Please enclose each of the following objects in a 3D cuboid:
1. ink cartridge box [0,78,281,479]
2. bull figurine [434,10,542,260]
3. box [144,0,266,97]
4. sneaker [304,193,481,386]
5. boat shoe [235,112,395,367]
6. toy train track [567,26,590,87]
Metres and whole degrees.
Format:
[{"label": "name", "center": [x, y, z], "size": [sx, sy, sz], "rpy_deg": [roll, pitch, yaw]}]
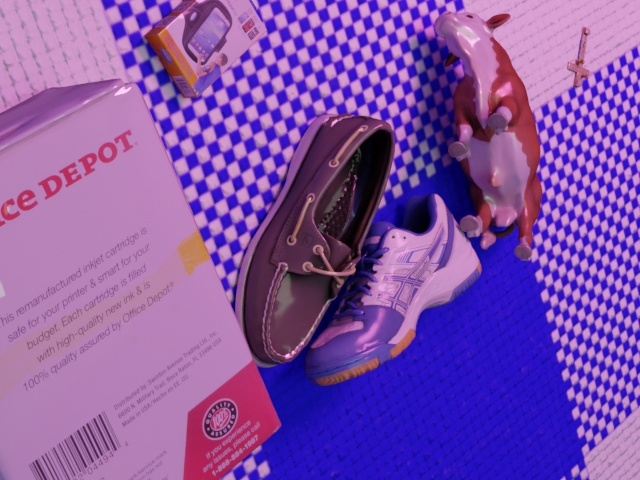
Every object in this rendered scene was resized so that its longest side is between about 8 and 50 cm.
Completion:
[{"label": "ink cartridge box", "center": [-0.239, 0.080, 1.191], "size": [0.279, 0.160, 0.385], "rpy_deg": [-35, 116, -34]}, {"label": "bull figurine", "center": [0.208, -0.126, 1.580], "size": [0.188, 0.101, 0.310], "rpy_deg": [-67, 143, -54]}, {"label": "box", "center": [-0.114, -0.222, 1.366], "size": [0.136, 0.028, 0.081], "rpy_deg": [-48, 122, -26]}, {"label": "sneaker", "center": [0.064, 0.052, 1.506], "size": [0.296, 0.112, 0.131], "rpy_deg": [-40, 110, -42]}, {"label": "boat shoe", "center": [-0.003, -0.002, 1.438], "size": [0.109, 0.091, 0.305], "rpy_deg": [31, 73, -38]}, {"label": "toy train track", "center": [0.363, -0.253, 1.793], "size": [0.048, 0.014, 0.083], "rpy_deg": [13, 84, -41]}]
